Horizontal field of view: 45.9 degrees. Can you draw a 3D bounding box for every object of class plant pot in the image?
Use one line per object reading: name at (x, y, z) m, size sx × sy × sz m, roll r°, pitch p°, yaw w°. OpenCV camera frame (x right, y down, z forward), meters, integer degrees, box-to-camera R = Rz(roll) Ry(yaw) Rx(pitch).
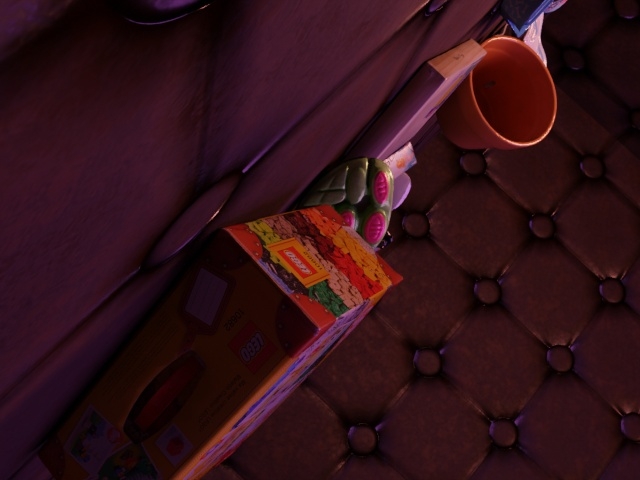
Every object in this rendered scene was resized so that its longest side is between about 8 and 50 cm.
plant pot at (0.440, -0.360, 1.982) m, size 0.291 × 0.291 × 0.203 m, roll -45°, pitch -167°, yaw -29°

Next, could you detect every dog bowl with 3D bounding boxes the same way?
dog bowl at (0.482, -0.554, 1.710) m, size 0.166 × 0.074 × 0.297 m, roll -47°, pitch 177°, yaw 16°

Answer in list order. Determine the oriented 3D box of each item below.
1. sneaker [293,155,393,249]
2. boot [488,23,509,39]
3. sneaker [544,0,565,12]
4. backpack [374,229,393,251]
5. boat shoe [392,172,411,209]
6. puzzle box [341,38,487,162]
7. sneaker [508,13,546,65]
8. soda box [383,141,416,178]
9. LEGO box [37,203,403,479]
sneaker at (0.000, 0.000, 1.544) m, size 0.202 × 0.185 × 0.482 m, roll -87°, pitch -161°, yaw -47°
boot at (0.478, -0.508, 2.163) m, size 0.176 × 0.088 × 0.244 m, roll -47°, pitch -179°, yaw 41°
sneaker at (0.675, -0.713, 2.019) m, size 0.262 × 0.104 × 0.125 m, roll -49°, pitch 174°, yaw 28°
backpack at (0.057, 0.002, 1.769) m, size 0.182 × 0.152 × 0.115 m, roll -33°, pitch 163°, yaw -18°
boat shoe at (0.146, -0.110, 2.292) m, size 0.306 × 0.113 × 0.105 m, roll -47°, pitch -159°, yaw 21°
puzzle box at (0.208, -0.287, 1.600) m, size 0.272 × 0.052 × 0.409 m, roll -49°, pitch 176°, yaw 30°
sneaker at (0.545, -0.519, 2.021) m, size 0.092 × 0.228 × 0.087 m, roll -25°, pitch -157°, yaw -38°
soda box at (0.142, -0.168, 1.775) m, size 0.183 × 0.058 × 0.063 m, roll -37°, pitch -152°, yaw -32°
LEGO box at (-0.146, 0.192, 1.203) m, size 0.500 × 0.193 × 0.372 m, roll -48°, pitch 168°, yaw 22°
